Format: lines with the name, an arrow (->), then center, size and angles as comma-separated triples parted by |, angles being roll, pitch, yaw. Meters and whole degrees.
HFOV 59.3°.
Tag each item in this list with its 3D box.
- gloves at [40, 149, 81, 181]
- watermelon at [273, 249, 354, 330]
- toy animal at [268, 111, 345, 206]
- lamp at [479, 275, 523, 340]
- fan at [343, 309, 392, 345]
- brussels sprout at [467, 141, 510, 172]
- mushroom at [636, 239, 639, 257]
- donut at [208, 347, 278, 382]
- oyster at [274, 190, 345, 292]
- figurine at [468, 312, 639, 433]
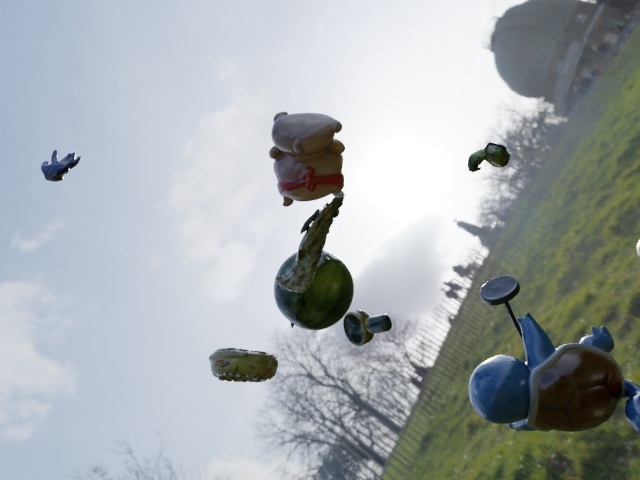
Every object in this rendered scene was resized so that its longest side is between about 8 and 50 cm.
gloves -> -0.495, -0.145, 1.063 | 0.086, 0.064, 0.026 | -72, -12, -46
watermelon -> -0.021, 0.144, 1.663 | 0.242, 0.242, 0.242 | -39, -35, -34
toy animal -> -0.024, -0.169, 1.192 | 0.171, 0.171, 0.197 | -37, -44, -37
lamp -> 0.559, 0.278, 1.540 | 0.130, 0.371, 0.108 | -23, 0, 25
fan -> 0.112, 0.196, 1.291 | 0.039, 0.155, 0.082 | -13, -95, -34
brussels sprout -> 0.315, -0.157, 1.064 | 0.083, 0.051, 0.046 | -11, -26, -17
mushroom -> 0.909, 0.042, 1.462 | 0.127, 0.166, 0.166 | -62, -28, 0
donut -> -0.186, 0.304, 1.356 | 0.174, 0.175, 0.068 | 49, -139, -61
oyster -> -0.002, -0.003, 0.992 | 0.106, 0.061, 0.199 | -46, -14, -54
figurine -> 0.541, 0.333, 1.241 | 0.243, 0.417, 0.297 | -57, -30, -62
